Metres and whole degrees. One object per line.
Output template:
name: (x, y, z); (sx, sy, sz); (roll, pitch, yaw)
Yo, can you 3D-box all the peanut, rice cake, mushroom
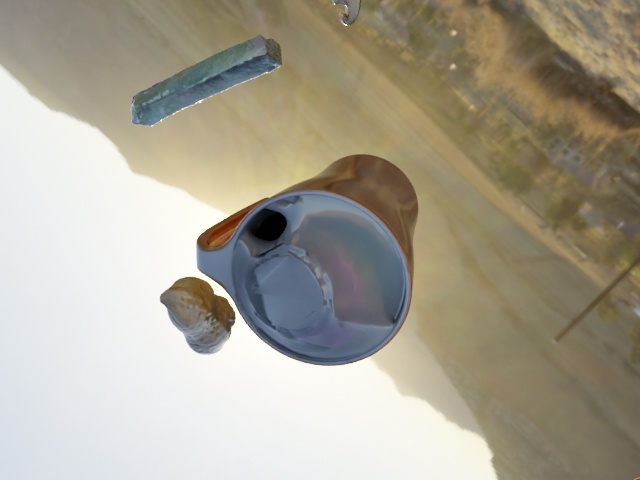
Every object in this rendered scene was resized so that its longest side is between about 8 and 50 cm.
peanut: (-0.191, 0.117, 1.280); (0.099, 0.099, 0.214); (44, 170, 30)
rice cake: (-0.140, -0.188, 0.963); (0.034, 0.211, 0.043); (44, -144, -47)
mushroom: (0.040, -0.395, 1.286); (0.019, 0.049, 0.101); (-142, 40, -59)

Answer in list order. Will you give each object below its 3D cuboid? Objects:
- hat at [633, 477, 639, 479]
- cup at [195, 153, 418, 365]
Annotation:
hat: (0.281, 0.298, 0.640); (0.107, 0.286, 0.236); (-1, -110, -67)
cup: (0.000, 0.000, 0.861); (0.226, 0.182, 0.264); (8, -158, 12)
